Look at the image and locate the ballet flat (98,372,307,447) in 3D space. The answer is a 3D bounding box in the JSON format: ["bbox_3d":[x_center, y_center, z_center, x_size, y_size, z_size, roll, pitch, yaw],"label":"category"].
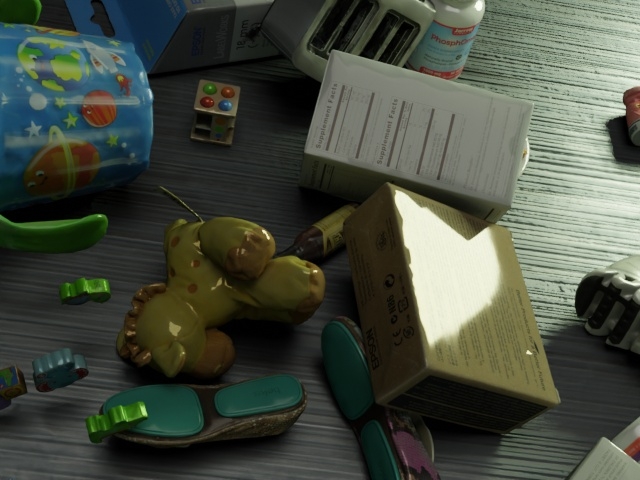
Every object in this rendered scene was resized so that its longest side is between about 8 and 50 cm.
[{"bbox_3d":[-0.115,0.179,1.033,0.206,0.067,0.073,-3,49,-11],"label":"ballet flat"}]

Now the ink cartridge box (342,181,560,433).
[{"bbox_3d":[0.136,0.074,1.111,0.193,0.088,0.234,20,45,-33],"label":"ink cartridge box"}]

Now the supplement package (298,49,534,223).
[{"bbox_3d":[0.108,-0.114,1.234,0.244,0.139,0.133,15,76,-1],"label":"supplement package"}]

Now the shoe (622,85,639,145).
[{"bbox_3d":[0.509,-0.175,1.438,0.178,0.063,0.081,1,58,-6],"label":"shoe"}]

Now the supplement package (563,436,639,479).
[{"bbox_3d":[0.298,0.359,0.919,0.293,0.177,0.175,37,54,17],"label":"supplement package"}]

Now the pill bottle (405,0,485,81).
[{"bbox_3d":[0.170,-0.294,1.393,0.087,0.160,0.087,6,53,-8],"label":"pill bottle"}]

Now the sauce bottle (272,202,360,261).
[{"bbox_3d":[0.000,0.000,1.211,0.128,0.042,0.042,-33,66,-28],"label":"sauce bottle"}]

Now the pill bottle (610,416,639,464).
[{"bbox_3d":[0.376,0.270,1.047,0.108,0.108,0.193,-27,63,-28],"label":"pill bottle"}]

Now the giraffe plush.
[{"bbox_3d":[-0.122,0.070,1.071,0.210,0.181,0.170,30,74,-3],"label":"giraffe plush"}]

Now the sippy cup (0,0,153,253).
[{"bbox_3d":[-0.313,-0.139,1.146,0.224,0.240,0.305,-6,93,-30],"label":"sippy cup"}]

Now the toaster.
[{"bbox_3d":[0.029,-0.280,1.319,0.168,0.185,0.110,20,23,-39],"label":"toaster"}]

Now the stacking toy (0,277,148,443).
[{"bbox_3d":[-0.288,0.142,1.002,0.221,0.052,0.167,-20,59,-4],"label":"stacking toy"}]

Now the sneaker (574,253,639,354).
[{"bbox_3d":[0.434,0.122,1.180,0.118,0.110,0.292,-27,63,-38],"label":"sneaker"}]

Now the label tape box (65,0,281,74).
[{"bbox_3d":[-0.169,-0.353,1.398,0.334,0.106,0.240,-14,57,-22],"label":"label tape box"}]

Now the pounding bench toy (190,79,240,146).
[{"bbox_3d":[-0.129,-0.172,1.296,0.052,0.065,0.083,10,52,-5],"label":"pounding bench toy"}]

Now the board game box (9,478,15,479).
[{"bbox_3d":[-0.227,0.328,0.915,0.211,0.039,0.160,24,53,7],"label":"board game box"}]

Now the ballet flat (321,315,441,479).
[{"bbox_3d":[0.068,0.180,1.079,0.079,0.077,0.221,-1,57,-36],"label":"ballet flat"}]

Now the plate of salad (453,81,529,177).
[{"bbox_3d":[0.180,-0.144,1.354,0.200,0.048,0.199,6,53,-8],"label":"plate of salad"}]
